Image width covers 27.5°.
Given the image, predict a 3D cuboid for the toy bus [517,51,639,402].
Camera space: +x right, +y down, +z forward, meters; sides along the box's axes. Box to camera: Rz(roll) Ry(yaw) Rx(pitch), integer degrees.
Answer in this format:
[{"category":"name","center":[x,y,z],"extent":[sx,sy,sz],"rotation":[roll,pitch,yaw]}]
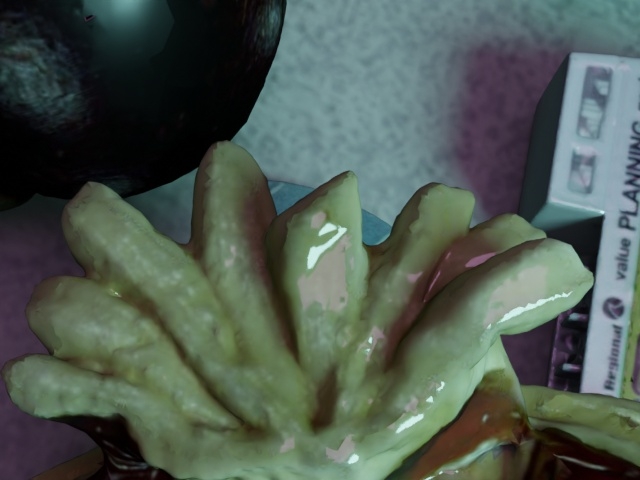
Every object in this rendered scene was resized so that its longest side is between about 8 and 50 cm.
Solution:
[{"category":"toy bus","center":[0.178,0.044,0.738],"extent":[0.139,0.113,0.302],"rotation":[11,72,0]}]

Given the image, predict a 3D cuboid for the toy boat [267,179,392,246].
[{"category":"toy boat","center":[0.000,-0.001,0.764],"extent":[0.096,0.034,0.122],"rotation":[-31,78,-22]}]

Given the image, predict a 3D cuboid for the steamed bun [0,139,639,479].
[{"category":"steamed bun","center":[-0.008,0.096,0.603],"extent":[0.427,0.189,0.247],"rotation":[-3,54,11]}]

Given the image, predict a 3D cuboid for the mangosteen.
[{"category":"mangosteen","center":[-0.154,-0.149,0.687],"extent":[0.287,0.287,0.233],"rotation":[32,57,3]}]
